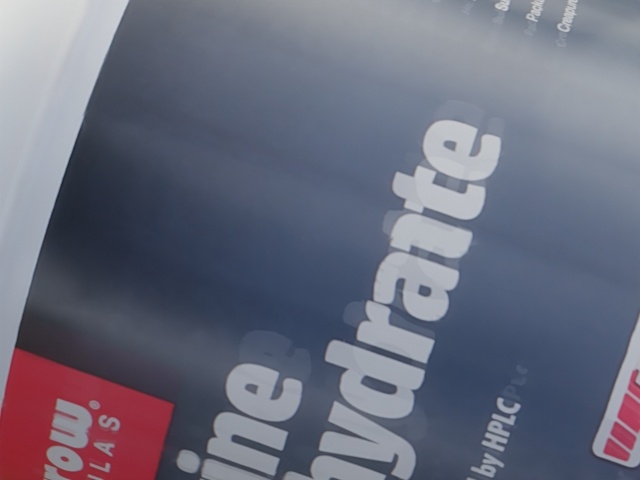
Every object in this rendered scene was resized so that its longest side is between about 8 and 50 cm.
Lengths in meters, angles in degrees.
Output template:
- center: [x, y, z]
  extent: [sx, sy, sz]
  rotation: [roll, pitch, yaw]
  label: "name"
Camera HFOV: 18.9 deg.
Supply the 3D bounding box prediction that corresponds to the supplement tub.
- center: [0.000, 0.000, 0.529]
  extent: [0.272, 0.191, 0.191]
  rotation: [19, 60, 2]
  label: "supplement tub"
